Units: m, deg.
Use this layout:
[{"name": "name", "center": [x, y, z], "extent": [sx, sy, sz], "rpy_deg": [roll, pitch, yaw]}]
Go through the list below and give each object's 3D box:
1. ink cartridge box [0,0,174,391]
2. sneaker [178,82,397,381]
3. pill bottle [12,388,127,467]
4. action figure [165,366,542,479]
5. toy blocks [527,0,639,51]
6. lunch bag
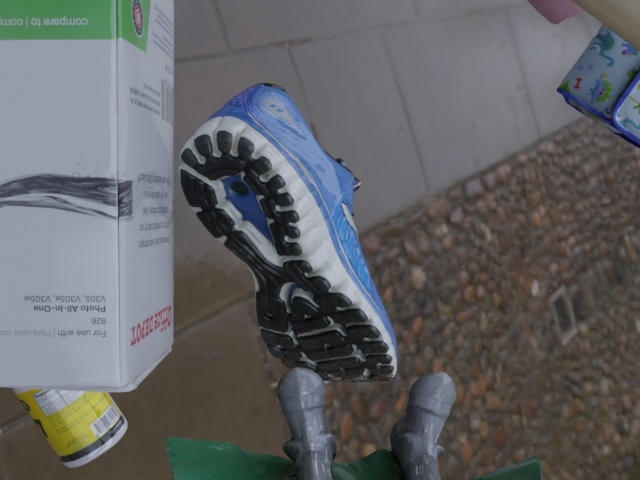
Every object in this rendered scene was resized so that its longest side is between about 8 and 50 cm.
[{"name": "ink cartridge box", "center": [-0.178, -0.050, 0.727], "extent": [0.211, 0.121, 0.289], "rpy_deg": [-63, 153, -88]}, {"name": "sneaker", "center": [0.000, 0.000, 0.920], "extent": [0.330, 0.129, 0.147], "rpy_deg": [66, 35, -33]}, {"name": "pill bottle", "center": [-0.398, 0.233, 1.553], "extent": [0.208, 0.119, 0.119], "rpy_deg": [60, 36, -14]}, {"name": "action figure", "center": [0.023, 0.119, 0.262], "extent": [0.232, 0.137, 0.063], "rpy_deg": [-100, -169, -61]}, {"name": "toy blocks", "center": [0.268, -0.207, 0.532], "extent": [0.260, 0.309, 0.288], "rpy_deg": [28, 19, -23]}, {"name": "lunch bag", "center": [0.391, -0.192, 1.244], "extent": [0.151, 0.129, 0.096], "rpy_deg": [39, 11, 21]}]
